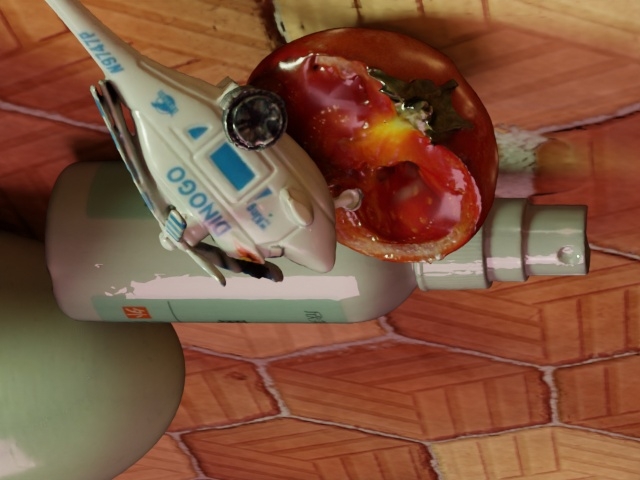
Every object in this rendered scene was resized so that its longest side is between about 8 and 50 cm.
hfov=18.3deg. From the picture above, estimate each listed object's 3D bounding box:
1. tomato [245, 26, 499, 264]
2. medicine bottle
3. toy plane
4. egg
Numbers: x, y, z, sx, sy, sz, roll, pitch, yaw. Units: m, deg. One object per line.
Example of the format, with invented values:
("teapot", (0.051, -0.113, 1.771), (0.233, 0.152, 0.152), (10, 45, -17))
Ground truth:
("tomato", (0.038, -0.070, 1.166), (0.159, 0.091, 0.139), (39, 141, -9))
("medicine bottle", (0.000, 0.000, 1.310), (0.352, 0.110, 0.110), (0, 157, 12))
("toy plane", (-0.090, -0.080, 1.119), (0.273, 0.107, 0.182), (50, 180, -1))
("egg", (-0.281, 0.099, 1.454), (0.371, 0.230, 0.230), (-3, 157, 9))
